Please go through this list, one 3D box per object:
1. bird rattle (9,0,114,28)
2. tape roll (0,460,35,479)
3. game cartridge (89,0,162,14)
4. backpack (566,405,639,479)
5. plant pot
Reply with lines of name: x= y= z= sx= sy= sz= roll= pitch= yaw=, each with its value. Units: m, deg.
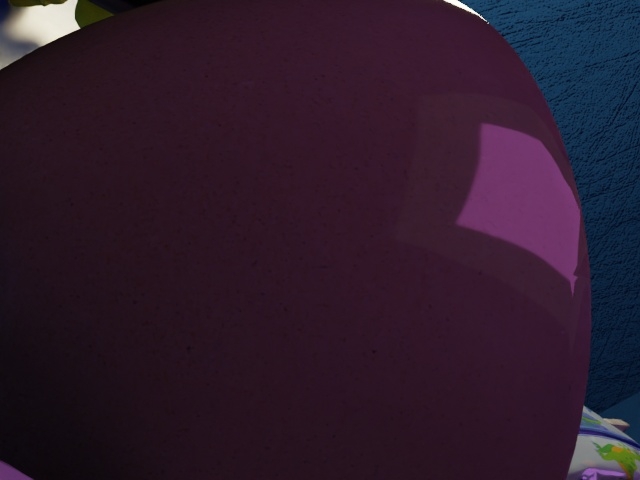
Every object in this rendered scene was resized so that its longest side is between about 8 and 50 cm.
bird rattle: x=-0.157 y=-0.282 z=1.159 sx=0.207 sy=0.253 sz=0.143 roll=36 pitch=7 yaw=4
tape roll: x=-0.077 y=0.192 z=0.380 sx=0.286 sy=0.100 sz=0.286 roll=58 pitch=9 yaw=-14
game cartridge: x=-0.107 y=-0.178 z=0.908 sx=0.355 sy=0.068 sz=0.230 roll=29 pitch=20 yaw=11
backpack: x=0.167 y=0.254 z=1.169 sx=0.355 sy=0.290 sz=0.273 roll=38 pitch=13 yaw=-52
plant pot: x=-0.063 y=0.029 z=0.609 sx=0.191 sy=0.284 sz=0.284 roll=5 pitch=46 yaw=-35
